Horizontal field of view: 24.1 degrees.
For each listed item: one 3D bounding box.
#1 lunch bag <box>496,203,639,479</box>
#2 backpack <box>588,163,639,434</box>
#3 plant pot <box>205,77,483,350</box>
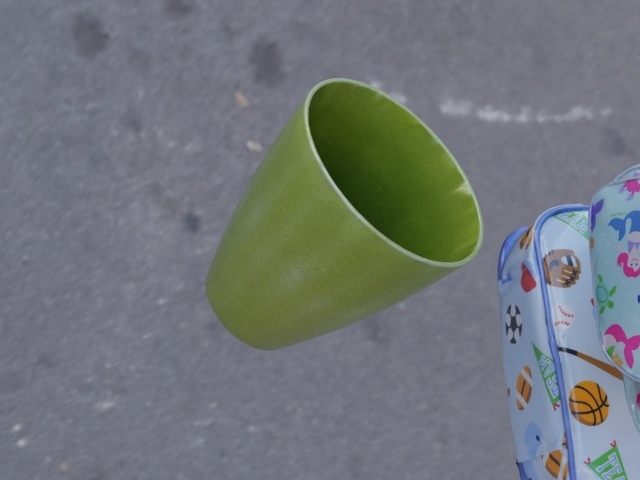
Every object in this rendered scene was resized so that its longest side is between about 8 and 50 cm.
[{"bbox_3d":[0.292,0.116,1.357,0.243,0.115,0.303,0,74,-19],"label":"lunch bag"},{"bbox_3d":[0.327,0.051,1.153,0.191,0.225,0.254,3,80,-42],"label":"backpack"},{"bbox_3d":[0.000,0.000,1.833,0.274,0.293,0.275,30,37,-25],"label":"plant pot"}]
